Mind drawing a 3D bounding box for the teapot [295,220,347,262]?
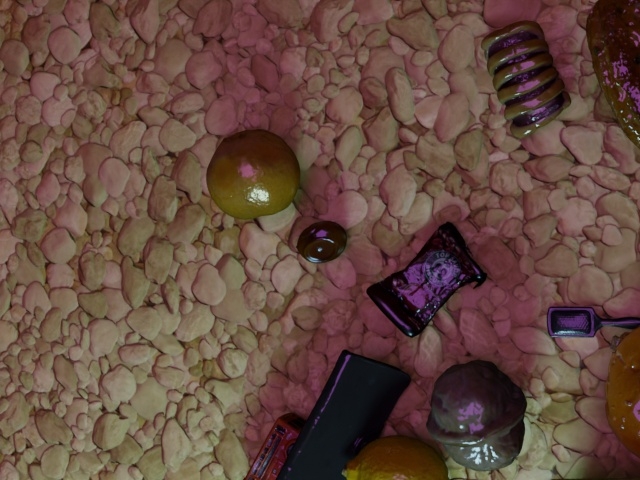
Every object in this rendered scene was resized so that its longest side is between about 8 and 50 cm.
[{"bbox_3d":[0.000,0.000,1.857,0.129,0.078,0.098,-35,119,30],"label":"teapot"}]

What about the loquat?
[{"bbox_3d":[-0.147,-0.142,1.841,0.208,0.208,0.208,0,90,20],"label":"loquat"}]

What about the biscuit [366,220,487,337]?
[{"bbox_3d":[0.230,0.087,1.772,0.235,0.063,0.151,-42,77,12],"label":"biscuit"}]

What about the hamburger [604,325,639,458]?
[{"bbox_3d":[0.684,0.288,1.553,0.314,0.170,0.289,16,89,21],"label":"hamburger"}]

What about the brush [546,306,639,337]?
[{"bbox_3d":[0.553,0.164,1.679,0.193,0.016,0.063,-2,90,21],"label":"brush"}]

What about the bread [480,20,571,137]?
[{"bbox_3d":[0.414,-0.330,1.695,0.134,0.081,0.225,-22,82,18],"label":"bread"}]

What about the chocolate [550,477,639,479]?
[{"bbox_3d":[0.570,0.566,1.549,0.301,0.137,0.288,-7,126,19],"label":"chocolate"}]

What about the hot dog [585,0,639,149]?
[{"bbox_3d":[0.654,-0.324,1.557,0.267,0.174,0.387,-24,81,16],"label":"hot dog"}]

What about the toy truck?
[{"bbox_3d":[-0.097,0.517,1.871,0.114,0.107,0.252,31,99,18],"label":"toy truck"}]

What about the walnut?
[{"bbox_3d":[0.310,0.347,1.663,0.224,0.224,0.224,0,90,20],"label":"walnut"}]

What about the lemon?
[{"bbox_3d":[0.166,0.497,1.736,0.244,0.187,0.186,7,92,22],"label":"lemon"}]

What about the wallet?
[{"bbox_3d":[0.041,0.417,1.784,0.377,0.197,0.051,-62,34,7],"label":"wallet"}]
